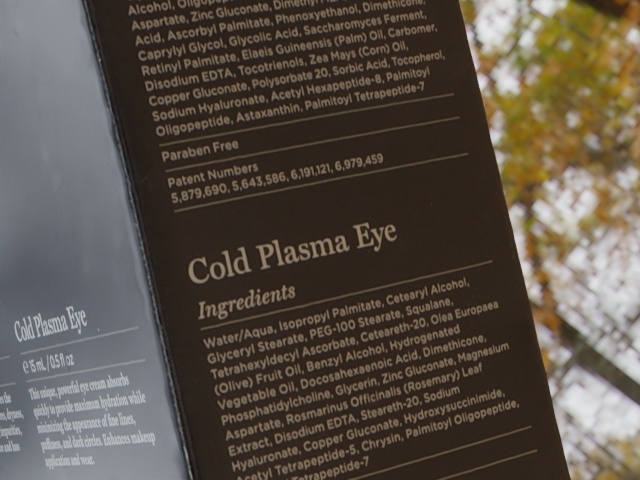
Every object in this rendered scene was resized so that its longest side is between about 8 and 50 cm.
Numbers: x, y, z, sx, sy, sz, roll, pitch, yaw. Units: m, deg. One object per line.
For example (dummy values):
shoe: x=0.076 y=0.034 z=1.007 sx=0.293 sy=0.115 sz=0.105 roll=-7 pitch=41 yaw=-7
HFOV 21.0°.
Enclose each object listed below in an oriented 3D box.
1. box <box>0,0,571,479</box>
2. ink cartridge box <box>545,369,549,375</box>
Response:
box: x=-0.072 y=0.004 z=0.840 sx=0.179 sy=0.312 sz=0.343 roll=-13 pitch=0 yaw=-29
ink cartridge box: x=0.000 y=0.000 z=1.314 sx=0.069 sy=0.371 sz=0.176 roll=-55 pitch=3 yaw=-24
